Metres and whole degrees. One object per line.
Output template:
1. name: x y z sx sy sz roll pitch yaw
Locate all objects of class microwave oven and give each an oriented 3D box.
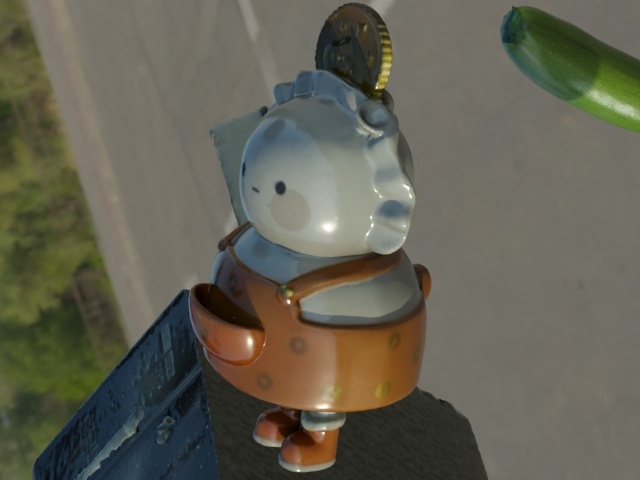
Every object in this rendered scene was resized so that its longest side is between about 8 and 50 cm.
1. microwave oven: -0.014 0.308 1.176 0.374 0.236 0.432 26 -149 -32

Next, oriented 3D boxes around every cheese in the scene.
1. cheese: -0.047 0.013 1.802 0.034 0.085 0.400 57 -168 -57

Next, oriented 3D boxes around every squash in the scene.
1. squash: 0.310 -0.185 1.760 0.082 0.292 0.082 -36 44 43

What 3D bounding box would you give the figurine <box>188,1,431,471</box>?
1. figurine: 0.007 0.002 0.898 0.143 0.143 0.271 -132 60 -68
